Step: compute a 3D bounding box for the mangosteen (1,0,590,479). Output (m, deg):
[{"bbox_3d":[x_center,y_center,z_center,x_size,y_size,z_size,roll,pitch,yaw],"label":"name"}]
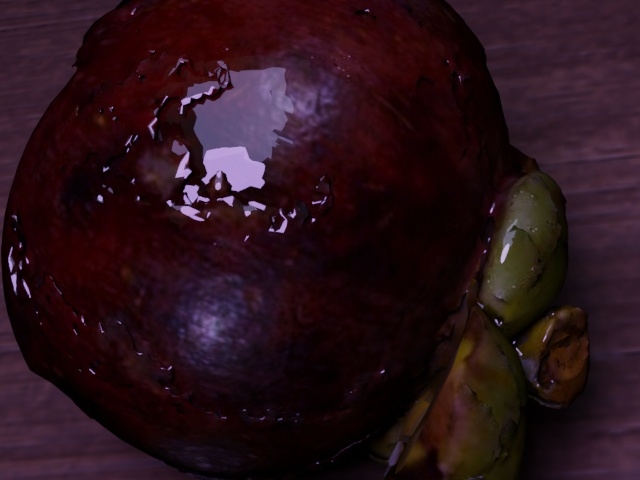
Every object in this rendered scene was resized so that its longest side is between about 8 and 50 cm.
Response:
[{"bbox_3d":[0.000,0.000,0.584,0.180,0.166,0.166,31,65,5],"label":"mangosteen"}]
